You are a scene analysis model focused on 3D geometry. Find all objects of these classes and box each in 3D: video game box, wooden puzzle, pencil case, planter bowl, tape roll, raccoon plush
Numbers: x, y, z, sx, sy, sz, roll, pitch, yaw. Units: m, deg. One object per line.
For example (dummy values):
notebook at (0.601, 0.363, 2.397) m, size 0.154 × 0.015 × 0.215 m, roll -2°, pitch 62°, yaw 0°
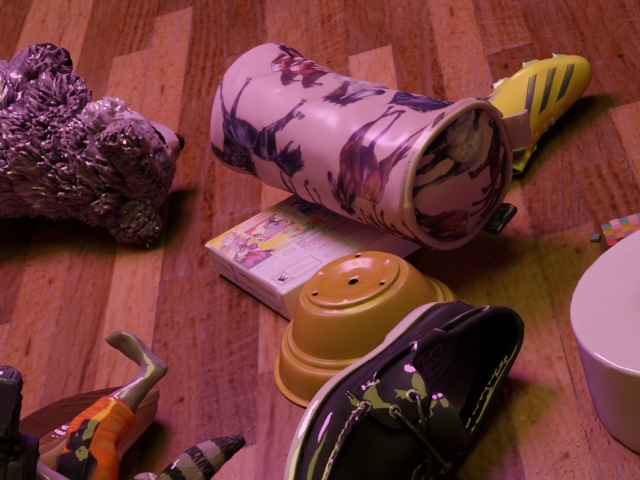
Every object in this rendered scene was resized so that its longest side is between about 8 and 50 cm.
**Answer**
video game box at (0.000, 0.000, 1.959) m, size 0.205 × 0.048 × 0.187 m, roll -29°, pitch 32°, yaw -20°
wooden puzzle at (0.325, -0.011, 1.824) m, size 0.083 × 0.006 × 0.049 m, roll -15°, pitch 29°, yaw 6°
pencil case at (0.040, -0.113, 1.921) m, size 0.183 × 0.160 × 0.410 m, roll -23°, pitch 27°, yaw -30°
planter bowl at (0.044, 0.073, 1.759) m, size 0.217 × 0.090 × 0.217 m, roll -14°, pitch 29°, yaw 8°
tape roll at (0.371, 0.078, 1.543) m, size 0.286 × 0.100 × 0.286 m, roll -14°, pitch 29°, yaw 8°
raccoon plush at (-0.387, -0.053, 2.162) m, size 0.446 × 0.216 × 0.299 m, roll -33°, pitch 37°, yaw -9°

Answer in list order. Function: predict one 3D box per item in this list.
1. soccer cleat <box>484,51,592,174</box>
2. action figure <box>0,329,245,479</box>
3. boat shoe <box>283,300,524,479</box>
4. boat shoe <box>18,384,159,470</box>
soccer cleat at (0.222, -0.127, 2.036) m, size 0.289 × 0.093 × 0.121 m, roll -28°, pitch 60°, yaw -25°
action figure at (-0.200, 0.226, 1.458) m, size 0.178 × 0.341 × 0.330 m, roll 19°, pitch 42°, yaw 9°
boat shoe at (0.088, 0.159, 1.546) m, size 0.113 × 0.127 × 0.340 m, roll -12°, pitch 17°, yaw 38°
boat shoe at (-0.253, 0.224, 1.672) m, size 0.109 × 0.098 × 0.302 m, roll -10°, pitch 13°, yaw 31°
